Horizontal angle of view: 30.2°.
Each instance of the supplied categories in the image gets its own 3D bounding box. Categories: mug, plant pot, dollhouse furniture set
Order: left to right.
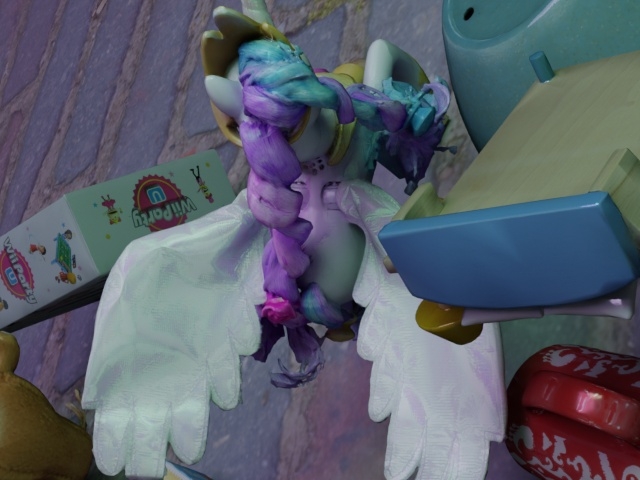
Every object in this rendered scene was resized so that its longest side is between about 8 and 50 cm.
[{"bbox_3d":[0.200,-0.146,0.836,0.290,0.195,0.290,-36,39,36],"label":"plant pot"},{"bbox_3d":[0.187,0.107,0.714,0.113,0.150,0.169,-39,22,-18],"label":"mug"},{"bbox_3d":[0.233,-0.025,0.656,0.303,0.198,0.286,-9,32,43],"label":"dollhouse furniture set"}]

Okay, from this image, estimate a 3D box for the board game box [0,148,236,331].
[{"bbox_3d":[-0.266,0.014,1.354,0.303,0.224,0.097,-25,89,43],"label":"board game box"}]

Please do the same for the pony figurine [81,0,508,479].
[{"bbox_3d":[0.000,0.000,0.867,0.303,0.363,0.351,0,90,18],"label":"pony figurine"}]

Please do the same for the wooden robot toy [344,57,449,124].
[{"bbox_3d":[0.050,-0.140,1.159,0.076,0.079,0.173,-55,32,11],"label":"wooden robot toy"}]

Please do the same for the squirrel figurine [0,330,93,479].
[{"bbox_3d":[-0.443,0.223,1.284,0.370,0.397,0.281,-29,39,54],"label":"squirrel figurine"}]

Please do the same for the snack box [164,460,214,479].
[{"bbox_3d":[-0.087,0.325,1.009,0.322,0.060,0.187,16,79,58],"label":"snack box"}]
